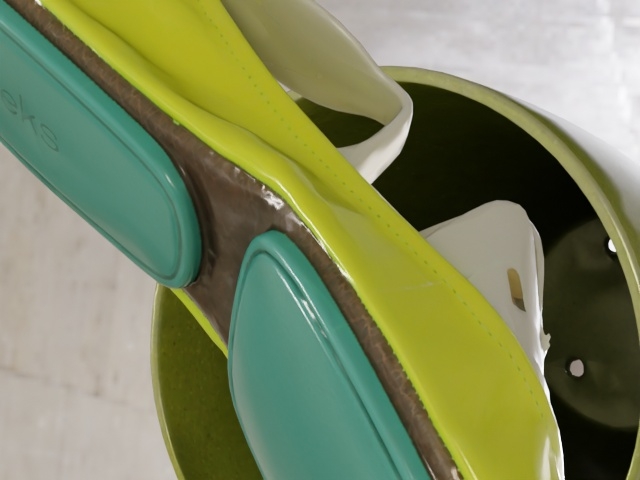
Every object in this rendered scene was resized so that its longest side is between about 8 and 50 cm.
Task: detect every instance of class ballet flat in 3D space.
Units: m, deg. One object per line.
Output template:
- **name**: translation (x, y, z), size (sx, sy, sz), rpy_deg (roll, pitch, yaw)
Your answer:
- **ballet flat**: translation (0.000, 0.000, 0.393), size (0.077, 0.231, 0.077), rpy_deg (-25, 149, -27)

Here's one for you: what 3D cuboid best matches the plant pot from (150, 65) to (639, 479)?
- **plant pot**: translation (0.108, 0.050, 0.974), size (0.275, 0.275, 0.293), rpy_deg (-1, -178, 34)
